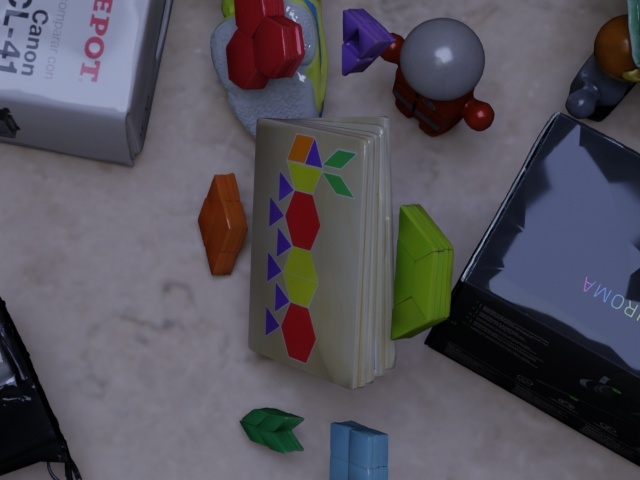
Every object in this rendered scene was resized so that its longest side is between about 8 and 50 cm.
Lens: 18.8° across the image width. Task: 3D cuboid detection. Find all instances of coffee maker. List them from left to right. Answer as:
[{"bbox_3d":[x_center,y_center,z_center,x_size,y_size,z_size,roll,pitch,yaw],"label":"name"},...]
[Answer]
[{"bbox_3d":[-0.273,0.144,1.338,0.178,0.120,0.171,-24,80,-6],"label":"coffee maker"}]

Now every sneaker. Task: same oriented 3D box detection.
[{"bbox_3d":[-0.024,-0.194,1.435,0.091,0.126,0.240,0,110,30],"label":"sneaker"}]

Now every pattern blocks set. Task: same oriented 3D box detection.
[{"bbox_3d":[0.000,0.000,1.317,0.026,0.285,0.325,-4,110,-34],"label":"pattern blocks set"}]

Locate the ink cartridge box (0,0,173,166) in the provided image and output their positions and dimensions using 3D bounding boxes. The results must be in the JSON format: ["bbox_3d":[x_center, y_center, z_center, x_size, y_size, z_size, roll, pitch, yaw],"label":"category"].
[{"bbox_3d":[-0.264,-0.199,1.408,0.306,0.131,0.226,9,78,2],"label":"ink cartridge box"}]

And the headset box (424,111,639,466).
[{"bbox_3d":[0.215,0.054,1.290,0.246,0.283,0.131,29,79,5],"label":"headset box"}]

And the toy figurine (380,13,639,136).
[{"bbox_3d":[0.144,-0.187,1.408,0.209,0.148,0.213,-2,77,-2],"label":"toy figurine"}]

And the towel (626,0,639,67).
[{"bbox_3d":[0.356,-0.227,1.411,0.325,0.038,0.248,5,75,-28],"label":"towel"}]
